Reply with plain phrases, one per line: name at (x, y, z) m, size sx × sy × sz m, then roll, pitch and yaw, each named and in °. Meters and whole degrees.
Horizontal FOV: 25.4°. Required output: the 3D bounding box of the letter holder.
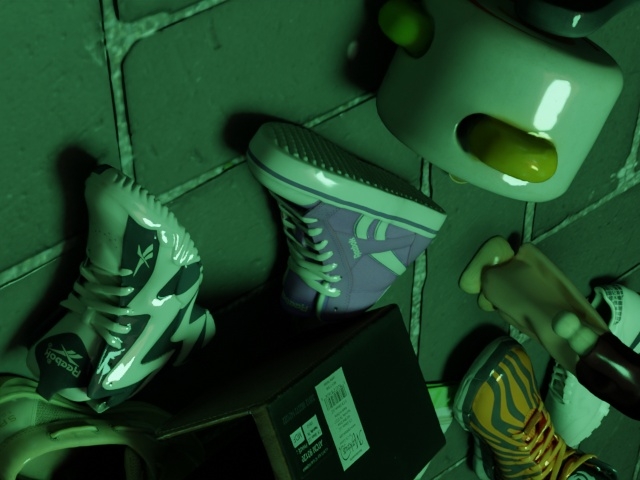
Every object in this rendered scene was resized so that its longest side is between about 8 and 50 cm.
letter holder at (-0.049, 0.190, 1.291) m, size 0.214 × 0.152 × 0.302 m, roll -17°, pitch -174°, yaw 26°

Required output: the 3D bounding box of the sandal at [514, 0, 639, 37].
sandal at (0.248, -0.243, 1.255) m, size 0.254 × 0.097 × 0.054 m, roll -49°, pitch 156°, yaw -56°

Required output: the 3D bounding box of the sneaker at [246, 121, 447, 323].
sneaker at (0.001, 0.001, 1.273) m, size 0.161 × 0.102 × 0.282 m, roll -52°, pitch 145°, yaw 9°

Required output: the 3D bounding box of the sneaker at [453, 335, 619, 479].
sneaker at (0.271, 0.240, 1.705) m, size 0.124 × 0.180 × 0.321 m, roll -48°, pitch 148°, yaw -15°

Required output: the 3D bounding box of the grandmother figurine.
grandmother figurine at (0.296, 0.123, 1.493) m, size 0.104 × 0.342 × 0.208 m, roll -54°, pitch 145°, yaw 7°

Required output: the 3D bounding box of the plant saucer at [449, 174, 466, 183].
plant saucer at (0.154, -0.096, 1.420) m, size 0.083 × 0.015 × 0.083 m, roll -29°, pitch 140°, yaw -28°

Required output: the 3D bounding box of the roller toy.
roller toy at (0.153, -0.124, 1.235) m, size 0.191 × 0.209 × 0.146 m, roll -4°, pitch 125°, yaw -53°

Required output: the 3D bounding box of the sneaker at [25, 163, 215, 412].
sneaker at (-0.175, 0.056, 1.133) m, size 0.153 × 0.094 × 0.235 m, roll -45°, pitch 156°, yaw -22°

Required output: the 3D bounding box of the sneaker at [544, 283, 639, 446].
sneaker at (0.333, 0.158, 1.808) m, size 0.095 × 0.090 × 0.235 m, roll 14°, pitch 108°, yaw -38°

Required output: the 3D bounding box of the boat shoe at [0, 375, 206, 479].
boat shoe at (-0.190, 0.200, 1.247) m, size 0.109 × 0.098 × 0.302 m, roll -53°, pitch 145°, yaw 4°

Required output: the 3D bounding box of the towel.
towel at (0.108, 0.230, 1.674) m, size 0.113 × 0.023 × 0.152 m, roll 1°, pitch 119°, yaw -51°
